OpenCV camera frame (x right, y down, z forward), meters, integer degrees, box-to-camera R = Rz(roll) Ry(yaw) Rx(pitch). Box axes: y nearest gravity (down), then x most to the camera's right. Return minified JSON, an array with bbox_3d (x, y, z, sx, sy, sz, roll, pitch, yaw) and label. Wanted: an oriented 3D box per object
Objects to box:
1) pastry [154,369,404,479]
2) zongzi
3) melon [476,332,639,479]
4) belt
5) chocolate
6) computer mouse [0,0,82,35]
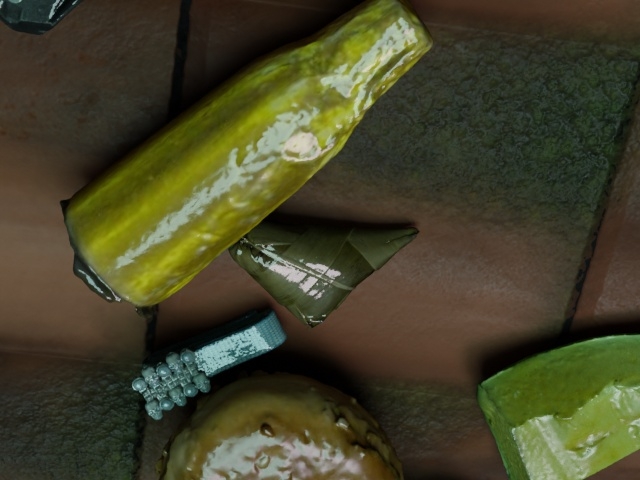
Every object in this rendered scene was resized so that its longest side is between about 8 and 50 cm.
[{"bbox_3d":[-0.049,0.291,1.749,0.284,0.184,0.315,-38,115,9],"label":"pastry"},{"bbox_3d":[0.000,0.000,1.628,0.176,0.078,0.160,-39,126,14],"label":"zongzi"},{"bbox_3d":[0.365,0.200,1.735,0.323,0.124,0.196,-21,121,6],"label":"melon"},{"bbox_3d":[-0.130,0.137,1.701,0.179,0.100,0.065,-25,104,9],"label":"belt"},{"bbox_3d":[-0.069,-0.099,1.517,0.445,0.162,0.162,-36,116,18],"label":"chocolate"},{"bbox_3d":[-0.268,-0.316,1.434,0.126,0.071,0.231,25,109,1],"label":"computer mouse"}]
